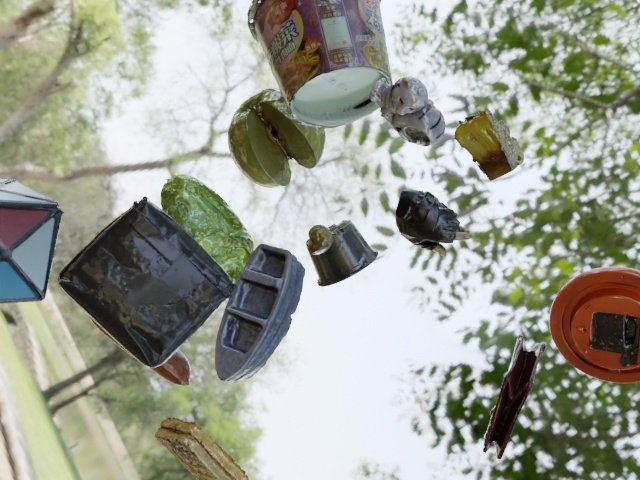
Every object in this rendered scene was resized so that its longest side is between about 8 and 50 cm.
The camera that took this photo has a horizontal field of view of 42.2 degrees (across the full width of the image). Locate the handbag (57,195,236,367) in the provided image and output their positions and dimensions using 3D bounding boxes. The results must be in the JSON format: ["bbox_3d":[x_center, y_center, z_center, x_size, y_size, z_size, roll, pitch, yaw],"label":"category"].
[{"bbox_3d":[-0.300,0.076,1.452,0.247,0.223,0.080,46,-7,-10],"label":"handbag"}]

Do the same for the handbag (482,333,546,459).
[{"bbox_3d":[0.529,0.427,2.280,0.084,0.260,0.276,20,-58,13],"label":"handbag"}]

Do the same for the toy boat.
[{"bbox_3d":[-0.127,0.149,1.646,0.127,0.283,0.078,16,-10,35],"label":"toy boat"}]

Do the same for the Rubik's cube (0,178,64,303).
[{"bbox_3d":[-0.777,-0.003,1.916,0.246,0.250,0.248,24,-74,42],"label":"Rubik's cube"}]

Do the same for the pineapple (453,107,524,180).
[{"bbox_3d":[0.468,-0.245,2.224,0.236,0.114,0.186,32,43,-29],"label":"pineapple"}]

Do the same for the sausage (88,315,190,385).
[{"bbox_3d":[-0.418,0.238,1.951,0.300,0.083,0.089,40,-15,-12],"label":"sausage"}]

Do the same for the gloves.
[{"bbox_3d":[0.311,-0.046,2.252,0.203,0.124,0.164,13,-82,22],"label":"gloves"}]

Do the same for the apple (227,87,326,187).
[{"bbox_3d":[-0.132,-0.302,2.433,0.254,0.292,0.292,54,-10,-30],"label":"apple"}]

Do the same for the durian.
[{"bbox_3d":[-0.311,-0.028,2.245,0.340,0.204,0.256,63,0,25],"label":"durian"}]

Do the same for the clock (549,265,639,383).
[{"bbox_3d":[0.461,0.135,1.293,0.205,0.051,0.205,11,-62,20],"label":"clock"}]

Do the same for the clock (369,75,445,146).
[{"bbox_3d":[0.193,-0.259,1.659,0.176,0.080,0.117,42,-19,-27],"label":"clock"}]

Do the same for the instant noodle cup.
[{"bbox_3d":[0.013,-0.437,1.932,0.340,0.339,0.266,102,-24,-65],"label":"instant noodle cup"}]

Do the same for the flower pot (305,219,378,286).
[{"bbox_3d":[0.039,0.023,1.881,0.107,0.157,0.157,60,-15,-11],"label":"flower pot"}]

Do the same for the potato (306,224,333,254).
[{"bbox_3d":[0.000,0.000,1.559,0.046,0.045,0.092,36,-24,16],"label":"potato"}]

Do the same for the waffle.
[{"bbox_3d":[-0.187,0.342,1.311,0.102,0.042,0.148,-1,-47,49],"label":"waffle"}]
